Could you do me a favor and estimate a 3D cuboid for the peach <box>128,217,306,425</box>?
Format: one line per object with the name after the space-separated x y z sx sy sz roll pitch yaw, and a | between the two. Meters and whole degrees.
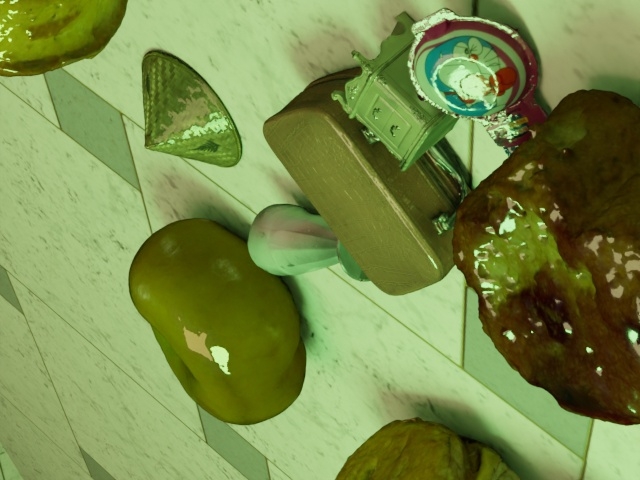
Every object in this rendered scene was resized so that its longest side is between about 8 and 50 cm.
-0.117 0.088 1.648 0.251 0.153 0.251 56 166 23 | peach

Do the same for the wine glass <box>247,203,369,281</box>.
0.000 0.000 1.390 0.155 0.073 0.073 1 129 57 | wine glass

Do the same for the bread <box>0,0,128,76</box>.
-0.284 -0.265 1.268 0.268 0.268 0.145 43 145 13 | bread

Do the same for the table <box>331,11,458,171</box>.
0.062 -0.112 1.107 0.083 0.062 0.079 46 156 7 | table

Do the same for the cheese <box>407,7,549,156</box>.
0.117 -0.106 1.033 0.095 0.038 0.145 -23 124 37 | cheese

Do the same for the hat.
-0.153 -0.114 1.480 0.146 0.067 0.146 39 156 21 | hat

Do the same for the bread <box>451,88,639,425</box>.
0.196 0.015 0.979 0.247 0.135 0.232 -2 115 63 | bread

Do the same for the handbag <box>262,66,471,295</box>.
0.049 -0.051 1.221 0.193 0.072 0.151 53 157 -7 | handbag

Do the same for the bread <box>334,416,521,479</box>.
0.092 0.285 1.510 0.120 0.198 0.236 40 161 -22 | bread
